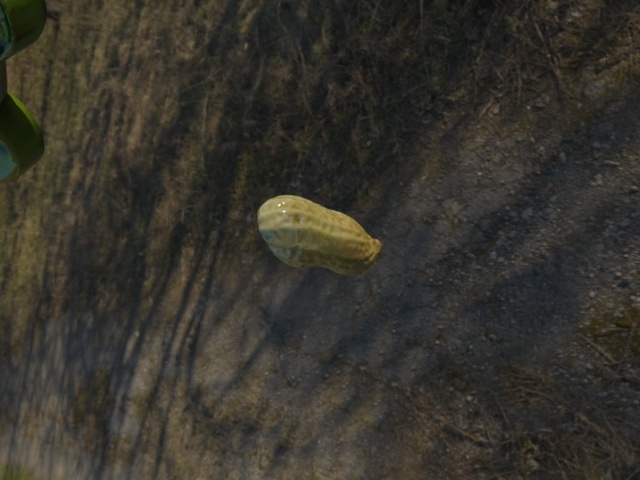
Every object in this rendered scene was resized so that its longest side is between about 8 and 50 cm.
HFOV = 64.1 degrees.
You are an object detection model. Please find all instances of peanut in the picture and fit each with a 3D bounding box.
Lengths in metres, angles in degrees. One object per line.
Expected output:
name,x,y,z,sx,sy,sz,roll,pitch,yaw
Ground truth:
peanut,0.000,0.000,0.699,0.093,0.194,0.083,-63,28,6

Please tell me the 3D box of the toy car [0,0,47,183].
toy car,-0.289,-0.106,0.272,0.235,0.235,0.145,-35,21,45
